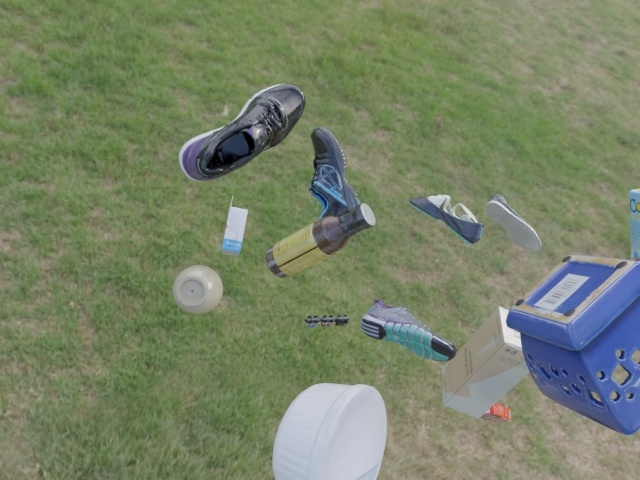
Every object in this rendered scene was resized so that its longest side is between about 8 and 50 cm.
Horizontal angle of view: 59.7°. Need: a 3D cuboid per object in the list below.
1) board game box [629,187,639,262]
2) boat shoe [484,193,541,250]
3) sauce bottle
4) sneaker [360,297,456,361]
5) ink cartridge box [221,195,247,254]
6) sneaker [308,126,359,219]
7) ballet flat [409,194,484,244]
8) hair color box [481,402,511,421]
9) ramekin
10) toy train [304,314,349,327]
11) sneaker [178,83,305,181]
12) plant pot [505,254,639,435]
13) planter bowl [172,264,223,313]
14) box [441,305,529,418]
[{"bbox_3d":[0.875,0.006,1.375,0.142,0.275,0.144,-12,16,-8],"label":"board game box"},{"bbox_3d":[0.564,-0.055,1.608,0.206,0.075,0.065,41,49,-6],"label":"boat shoe"},{"bbox_3d":[0.000,0.000,1.593,0.111,0.344,0.111,38,38,-38],"label":"sauce bottle"},{"bbox_3d":[0.207,0.192,1.264,0.224,0.083,0.098,19,49,17],"label":"sneaker"},{"bbox_3d":[-0.281,-0.045,1.846,0.061,0.104,0.181,10,78,-9],"label":"ink cartridge box"},{"bbox_3d":[0.020,-0.225,1.900,0.140,0.125,0.341,-18,81,-11],"label":"sneaker"},{"bbox_3d":[0.314,-0.069,1.368,0.203,0.074,0.074,38,46,27],"label":"ballet flat"},{"bbox_3d":[0.589,0.587,1.900,0.141,0.072,0.043,30,52,-42],"label":"hair color box"},{"bbox_3d":[0.017,0.413,1.114,0.127,0.273,0.273,7,35,33],"label":"ramekin"},{"bbox_3d":[0.019,0.254,1.748,0.158,0.036,0.027,2,32,-28],"label":"toy train"},{"bbox_3d":[-0.119,-0.196,1.034,0.283,0.107,0.124,-41,26,-19],"label":"sneaker"},{"bbox_3d":[0.490,0.160,0.990,0.236,0.236,0.212,-39,101,-9],"label":"plant pot"},{"bbox_3d":[-0.401,0.160,1.782,0.162,0.109,0.162,0,89,-2],"label":"planter bowl"},{"bbox_3d":[0.474,0.349,1.570,0.121,0.311,0.148,23,36,-8],"label":"box"}]
